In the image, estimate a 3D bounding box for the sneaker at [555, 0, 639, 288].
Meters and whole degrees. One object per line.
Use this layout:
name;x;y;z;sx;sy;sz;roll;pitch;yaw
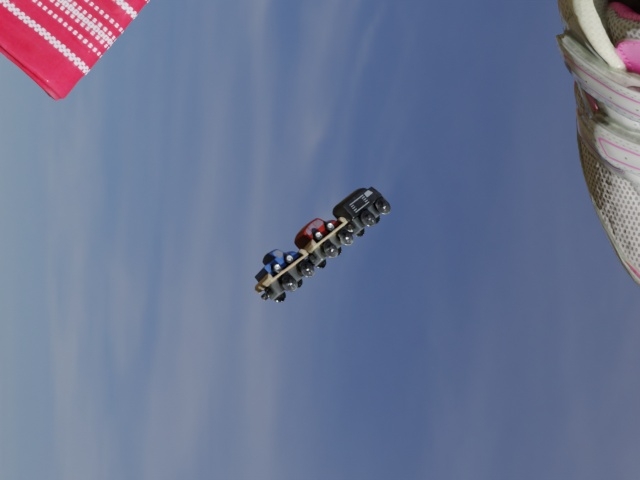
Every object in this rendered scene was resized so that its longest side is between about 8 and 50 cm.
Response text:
sneaker;0.135;-0.072;0.650;0.111;0.103;0.252;-59;142;-55

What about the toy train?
toy train;0.000;0.000;1.326;0.036;0.158;0.027;49;-41;2

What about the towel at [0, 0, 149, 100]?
towel;-0.191;-0.270;1.329;0.275;0.199;0.031;-50;-159;-5
